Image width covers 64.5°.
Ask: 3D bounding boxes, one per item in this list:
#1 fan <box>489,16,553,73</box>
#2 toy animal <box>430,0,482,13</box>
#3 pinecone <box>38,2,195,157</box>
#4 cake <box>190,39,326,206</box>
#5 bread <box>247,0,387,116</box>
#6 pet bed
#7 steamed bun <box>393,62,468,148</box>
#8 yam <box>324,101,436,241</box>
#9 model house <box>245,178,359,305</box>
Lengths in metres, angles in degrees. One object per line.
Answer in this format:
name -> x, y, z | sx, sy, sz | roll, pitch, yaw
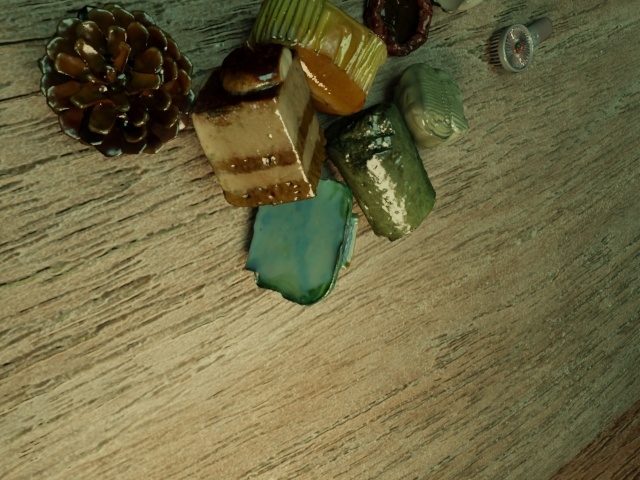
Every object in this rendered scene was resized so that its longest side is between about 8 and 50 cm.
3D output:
fan -> 0.581, -0.569, 1.447 | 0.244, 0.074, 0.130 | -37, 114, -22
toy animal -> 0.350, -0.642, 1.263 | 0.179, 0.138, 0.165 | -19, 101, -36
pinecone -> -0.340, -0.262, 0.845 | 0.264, 0.264, 0.264 | -6, 101, -30
cake -> -0.120, -0.223, 0.938 | 0.293, 0.199, 0.196 | 68, 26, -44
bread -> -0.010, -0.366, 1.049 | 0.288, 0.204, 0.156 | 24, 79, -37
pet bed -> 0.193, -0.546, 1.228 | 0.201, 0.053, 0.201 | -10, 111, -29
steamed bun -> 0.255, -0.318, 1.257 | 0.211, 0.144, 0.217 | 11, 62, -40
yam -> 0.144, -0.168, 1.185 | 0.195, 0.195, 0.300 | -42, 118, -19
model house -> 0.000, 0.000, 1.131 | 0.241, 0.226, 0.261 | 9, 96, -62
